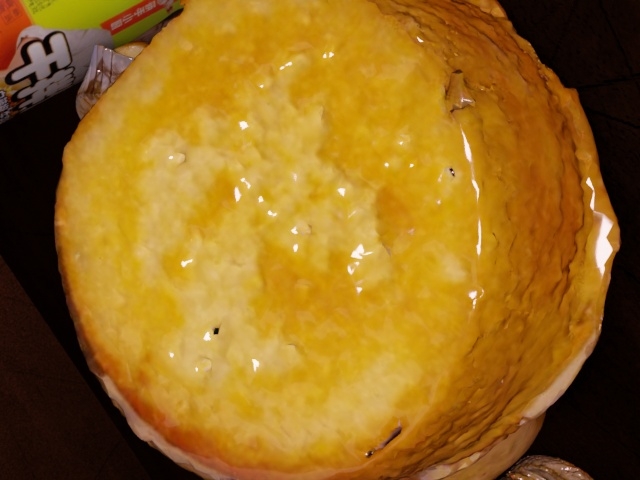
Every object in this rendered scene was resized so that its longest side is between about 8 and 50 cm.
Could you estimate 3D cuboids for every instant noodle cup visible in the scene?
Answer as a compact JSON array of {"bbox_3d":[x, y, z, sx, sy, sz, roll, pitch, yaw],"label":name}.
[{"bbox_3d":[-0.291,-0.234,1.197,0.294,0.308,0.294,42,156,24],"label":"instant noodle cup"}]

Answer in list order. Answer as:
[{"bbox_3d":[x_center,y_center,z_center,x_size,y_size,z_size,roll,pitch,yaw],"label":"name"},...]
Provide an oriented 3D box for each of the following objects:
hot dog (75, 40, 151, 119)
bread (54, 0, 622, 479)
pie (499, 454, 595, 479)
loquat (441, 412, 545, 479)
[{"bbox_3d":[-0.085,-0.107,1.167,0.270,0.082,0.162,17,157,5],"label":"hot dog"},{"bbox_3d":[0.000,0.000,0.924,0.398,0.215,0.398,2,93,31],"label":"bread"},{"bbox_3d":[0.237,0.270,1.223,0.193,0.079,0.163,34,161,37],"label":"pie"},{"bbox_3d":[0.065,0.117,1.137,0.244,0.244,0.244,42,156,24],"label":"loquat"}]
